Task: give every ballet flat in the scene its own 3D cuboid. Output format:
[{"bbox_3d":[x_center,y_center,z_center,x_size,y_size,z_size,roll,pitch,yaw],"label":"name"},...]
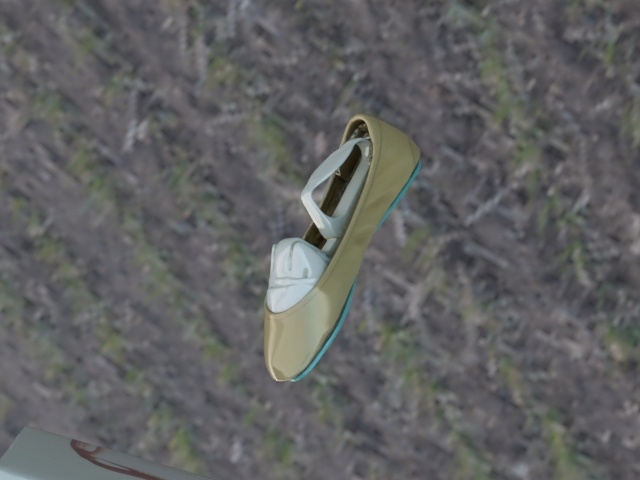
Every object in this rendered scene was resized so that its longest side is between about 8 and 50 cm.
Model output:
[{"bbox_3d":[0.000,0.000,1.454,0.073,0.232,0.080,41,154,-29],"label":"ballet flat"}]

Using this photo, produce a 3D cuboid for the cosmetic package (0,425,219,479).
[{"bbox_3d":[-0.121,0.267,1.445,0.296,0.129,0.153,17,100,-1],"label":"cosmetic package"}]
